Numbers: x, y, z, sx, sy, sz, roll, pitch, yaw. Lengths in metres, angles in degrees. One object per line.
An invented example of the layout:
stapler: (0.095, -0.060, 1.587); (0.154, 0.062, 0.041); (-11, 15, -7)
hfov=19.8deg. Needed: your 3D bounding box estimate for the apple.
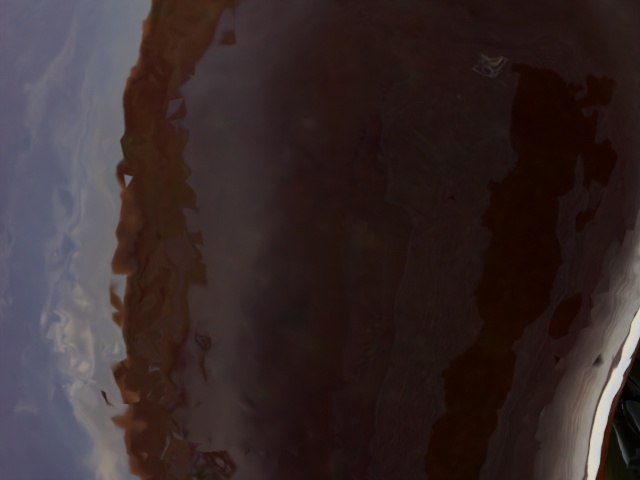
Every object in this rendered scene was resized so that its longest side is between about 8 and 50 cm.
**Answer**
apple: (0.000, 0.000, 0.429); (0.230, 0.230, 0.230); (3, -94, -36)
